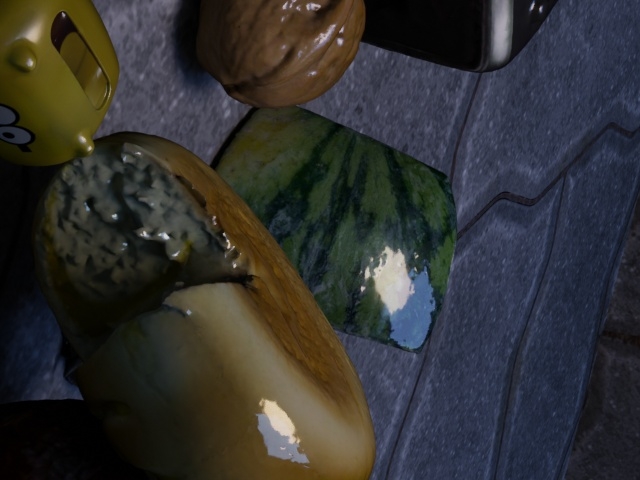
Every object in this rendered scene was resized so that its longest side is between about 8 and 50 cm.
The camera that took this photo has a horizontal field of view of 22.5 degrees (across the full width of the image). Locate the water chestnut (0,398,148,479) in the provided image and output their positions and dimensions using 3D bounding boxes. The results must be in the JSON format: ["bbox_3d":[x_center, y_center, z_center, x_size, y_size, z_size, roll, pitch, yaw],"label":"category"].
[{"bbox_3d":[-0.203,0.289,1.241,0.350,0.302,0.350,-46,151,-36],"label":"water chestnut"}]

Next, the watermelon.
[{"bbox_3d":[0.000,0.000,1.623,0.201,0.262,0.212,138,-26,-78],"label":"watermelon"}]

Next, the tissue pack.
[{"bbox_3d":[-0.212,-0.132,1.100,0.123,0.127,0.178,-64,157,-20],"label":"tissue pack"}]

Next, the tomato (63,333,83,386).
[{"bbox_3d":[-0.125,0.053,1.424,0.180,0.155,0.214,-51,150,-45],"label":"tomato"}]

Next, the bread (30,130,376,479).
[{"bbox_3d":[-0.091,0.080,1.203,0.160,0.333,0.333,-35,160,12],"label":"bread"}]

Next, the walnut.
[{"bbox_3d":[-0.034,-0.196,1.429,0.167,0.149,0.166,-10,107,-36],"label":"walnut"}]

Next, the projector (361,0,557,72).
[{"bbox_3d":[0.164,-0.433,1.540,0.405,0.242,0.395,-55,152,-34],"label":"projector"}]
